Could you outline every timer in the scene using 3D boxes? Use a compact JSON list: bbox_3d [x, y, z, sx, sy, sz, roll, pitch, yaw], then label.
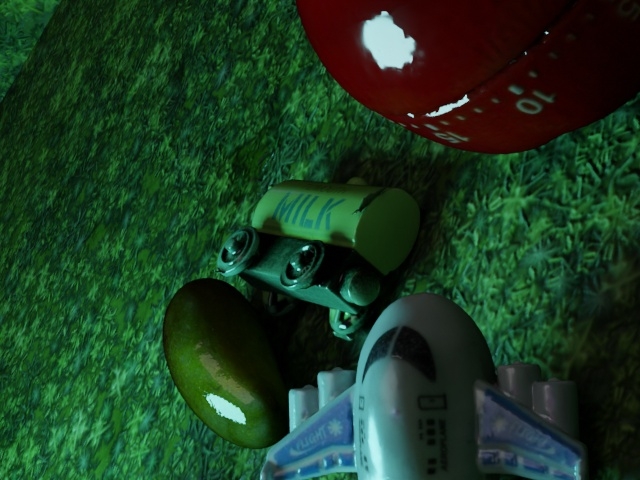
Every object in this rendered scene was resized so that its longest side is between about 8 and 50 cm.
[{"bbox_3d":[0.145,-0.266,1.055,0.378,0.279,0.378,-40,35,37],"label":"timer"}]

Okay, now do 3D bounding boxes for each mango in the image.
[{"bbox_3d":[-0.101,0.120,1.309,0.267,0.111,0.133,-127,26,-57],"label":"mango"}]

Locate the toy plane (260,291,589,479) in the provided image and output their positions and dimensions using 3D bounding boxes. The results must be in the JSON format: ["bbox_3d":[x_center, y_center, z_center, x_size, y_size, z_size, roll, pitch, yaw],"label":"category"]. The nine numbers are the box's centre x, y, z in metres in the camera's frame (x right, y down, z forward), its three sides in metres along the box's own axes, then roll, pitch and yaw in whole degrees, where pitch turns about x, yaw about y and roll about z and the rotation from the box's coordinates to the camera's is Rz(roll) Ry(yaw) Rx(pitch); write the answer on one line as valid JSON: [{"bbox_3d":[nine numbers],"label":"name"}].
[{"bbox_3d":[0.077,0.171,0.965,0.267,0.122,0.267,-6,76,27],"label":"toy plane"}]

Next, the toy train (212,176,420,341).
[{"bbox_3d":[0.000,0.000,1.280,0.157,0.105,0.253,-56,28,-13],"label":"toy train"}]
